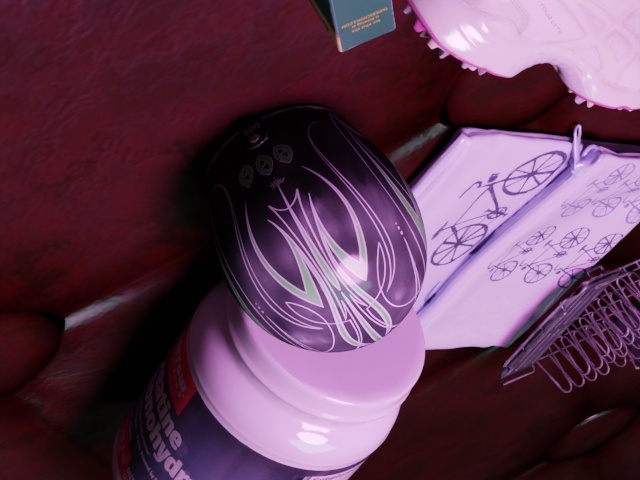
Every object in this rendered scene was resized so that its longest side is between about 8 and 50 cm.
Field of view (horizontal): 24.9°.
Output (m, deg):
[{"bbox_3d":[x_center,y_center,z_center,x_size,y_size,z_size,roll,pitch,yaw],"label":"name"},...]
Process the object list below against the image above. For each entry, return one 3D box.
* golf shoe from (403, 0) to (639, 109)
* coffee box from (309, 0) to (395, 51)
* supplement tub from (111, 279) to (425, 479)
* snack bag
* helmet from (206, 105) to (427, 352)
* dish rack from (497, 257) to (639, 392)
[{"bbox_3d":[0.188,-0.173,1.002,0.306,0.115,0.140,4,136,-47],"label":"golf shoe"},{"bbox_3d":[-0.006,-0.197,0.786,0.040,0.113,0.184,-26,154,-5],"label":"coffee box"},{"bbox_3d":[-0.049,0.143,1.239,0.191,0.191,0.272,-4,144,-37],"label":"supplement tub"},{"bbox_3d":[0.155,0.010,1.361,0.342,0.037,0.323,3,140,-44],"label":"snack bag"},{"bbox_3d":[0.000,0.000,1.070,0.169,0.161,0.169,-21,152,-12],"label":"helmet"},{"bbox_3d":[0.324,0.084,1.566,0.271,0.074,0.208,-17,152,-40],"label":"dish rack"}]
